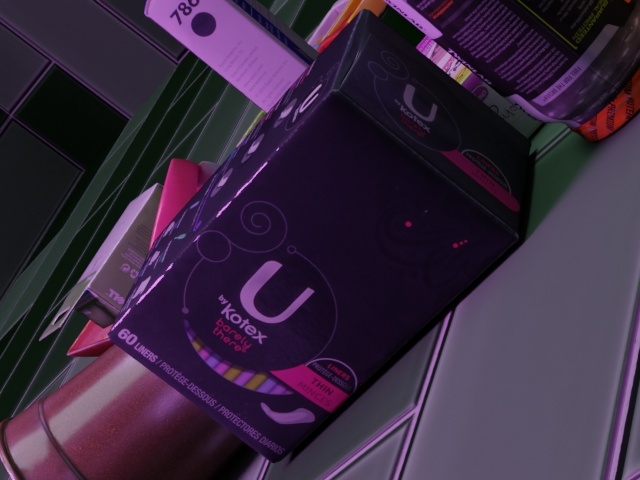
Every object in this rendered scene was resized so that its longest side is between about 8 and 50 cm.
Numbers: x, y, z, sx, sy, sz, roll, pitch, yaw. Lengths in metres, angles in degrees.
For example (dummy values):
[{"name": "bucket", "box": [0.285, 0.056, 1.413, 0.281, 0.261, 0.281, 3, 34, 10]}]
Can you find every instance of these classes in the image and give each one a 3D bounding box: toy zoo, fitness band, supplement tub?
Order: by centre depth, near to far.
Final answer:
[{"name": "supplement tub", "box": [0.132, -0.156, 1.147, 0.117, 0.190, 0.117, -49, 12, 14]}, {"name": "fitness band", "box": [-0.143, 0.041, 1.718, 0.291, 0.054, 0.209, 107, 175, -67]}, {"name": "toy zoo", "box": [0.008, -0.240, 2.244, 0.293, 0.030, 0.192, -56, 12, -15]}]

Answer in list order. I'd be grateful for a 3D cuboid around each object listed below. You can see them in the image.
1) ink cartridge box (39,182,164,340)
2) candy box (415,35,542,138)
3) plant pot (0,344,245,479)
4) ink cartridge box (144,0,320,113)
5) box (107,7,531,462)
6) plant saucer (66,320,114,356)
[{"name": "ink cartridge box", "box": [-0.235, 0.041, 2.051, 0.209, 0.062, 0.109, -58, 13, -22]}, {"name": "candy box", "box": [0.134, -0.141, 1.386, 0.159, 0.071, 0.233, -49, 13, 14]}, {"name": "plant pot", "box": [-0.141, 0.152, 1.407, 0.165, 0.167, 0.167, -43, 13, 7]}, {"name": "ink cartridge box", "box": [-0.061, -0.175, 1.587, 0.065, 0.333, 0.165, -47, 12, 10]}, {"name": "box", "box": [0.000, 0.000, 1.257, 0.270, 0.165, 0.143, -47, 13, 29]}, {"name": "plant saucer", "box": [-0.196, 0.040, 2.174, 0.258, 0.048, 0.259, -57, 13, -19]}]
